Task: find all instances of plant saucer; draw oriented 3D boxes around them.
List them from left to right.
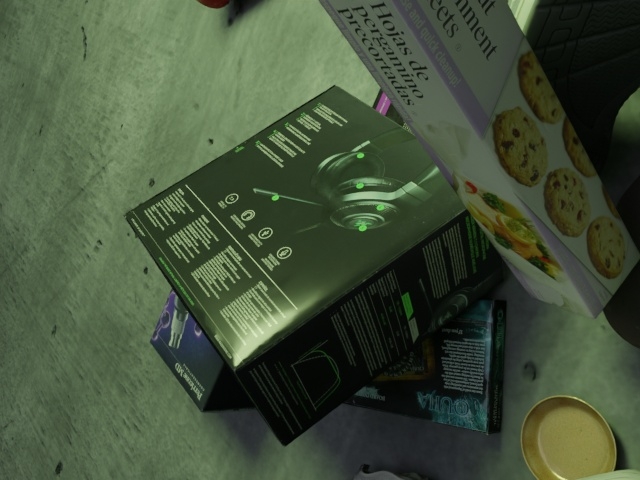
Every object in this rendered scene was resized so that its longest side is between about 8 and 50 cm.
[{"bbox_3d":[0.213,0.175,0.561,0.083,0.015,0.083,-9,77,44],"label":"plant saucer"}]

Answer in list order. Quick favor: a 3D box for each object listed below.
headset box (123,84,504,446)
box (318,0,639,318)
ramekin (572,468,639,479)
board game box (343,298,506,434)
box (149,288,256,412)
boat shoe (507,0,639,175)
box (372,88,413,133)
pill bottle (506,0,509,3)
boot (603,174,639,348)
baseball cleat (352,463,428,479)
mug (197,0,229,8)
[{"bbox_3d":[0.000,0.000,0.633,0.283,0.131,0.246,-35,47,-14],"label":"headset box"},{"bbox_3d":[0.107,-0.070,0.412,0.067,0.324,0.063,-50,32,-13],"label":"box"},{"bbox_3d":[0.209,0.251,0.425,0.109,0.207,0.207,-34,60,25],"label":"ramekin"},{"bbox_3d":[0.099,0.119,0.677,0.186,0.026,0.126,-1,83,45],"label":"board game box"},{"bbox_3d":[-0.107,0.088,0.830,0.153,0.108,0.207,37,108,42],"label":"box"},{"bbox_3d":[0.174,-0.135,0.484,0.118,0.320,0.103,-15,61,1],"label":"boat shoe"},{"bbox_3d":[0.124,-0.138,0.696,0.162,0.029,0.116,39,111,43],"label":"box"},{"bbox_3d":[0.095,-0.314,0.574,0.161,0.283,0.161,-10,76,43],"label":"pill bottle"},{"bbox_3d":[0.294,-0.052,0.464,0.112,0.115,0.305,30,126,34],"label":"boot"},{"bbox_3d":[0.094,0.292,0.622,0.206,0.072,0.109,29,97,40],"label":"baseball cleat"},{"bbox_3d":[-0.112,-0.431,0.928,0.169,0.113,0.150,-10,77,40],"label":"mug"}]
